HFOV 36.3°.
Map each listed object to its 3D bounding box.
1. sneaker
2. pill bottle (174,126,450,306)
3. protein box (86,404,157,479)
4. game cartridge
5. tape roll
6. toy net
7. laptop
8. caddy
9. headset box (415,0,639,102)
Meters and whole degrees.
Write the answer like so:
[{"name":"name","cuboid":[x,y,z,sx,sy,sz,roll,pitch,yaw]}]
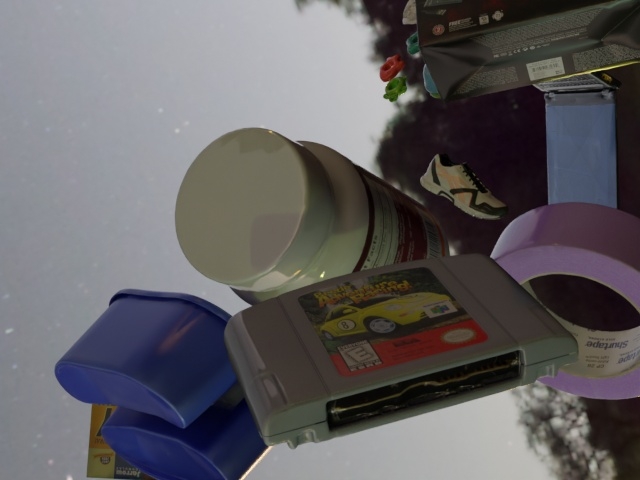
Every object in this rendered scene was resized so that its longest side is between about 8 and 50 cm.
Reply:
[{"name":"sneaker","cuboid":[0.158,-0.058,1.062,0.109,0.044,0.040,32,-156,26]},{"name":"pill bottle","cuboid":[0.000,0.000,1.289,0.392,0.224,0.224,24,-133,-57]},{"name":"protein box","cuboid":[-0.267,0.270,1.554,0.200,0.135,0.201,47,-135,-78]},{"name":"game cartridge","cuboid":[0.064,0.091,0.921,0.196,0.294,0.060,-130,30,-63]},{"name":"tape roll","cuboid":[0.346,0.083,1.279,0.275,0.274,0.090,59,-135,-27]},{"name":"toy net","cuboid":[0.142,-0.271,1.340,0.045,0.122,0.232,43,-147,-33]},{"name":"laptop","cuboid":[0.341,-0.196,1.669,0.408,0.236,0.382,31,-175,-7]},{"name":"caddy","cuboid":[-0.174,0.180,1.252,0.179,0.341,0.241,-48,-58,-31]},{"name":"headset box","cuboid":[0.203,-0.306,0.975,0.110,0.218,0.293,50,-145,-59]}]
